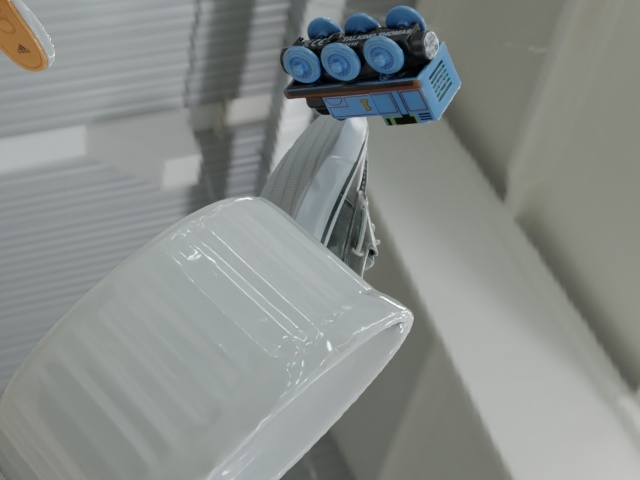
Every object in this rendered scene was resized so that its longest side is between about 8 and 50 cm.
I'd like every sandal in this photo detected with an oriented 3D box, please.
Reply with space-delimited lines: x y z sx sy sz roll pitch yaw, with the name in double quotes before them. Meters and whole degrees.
"sandal" -0.398 -0.275 1.521 0.102 0.076 0.265 -4 -43 36

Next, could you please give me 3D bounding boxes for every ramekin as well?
"ramekin" -0.082 0.099 0.875 0.135 0.277 0.277 45 -29 11

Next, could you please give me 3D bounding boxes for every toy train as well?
"toy train" 0.044 -0.166 1.328 0.184 0.080 0.105 -1 -51 37

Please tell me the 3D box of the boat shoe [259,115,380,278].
"boat shoe" 0.000 0.000 1.405 0.121 0.119 0.335 -27 -147 45
